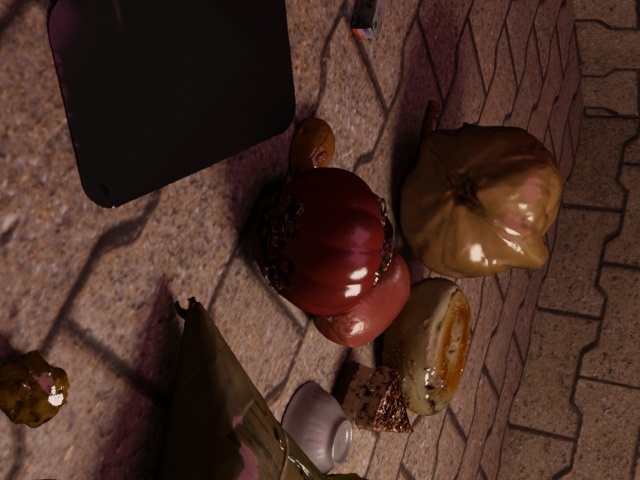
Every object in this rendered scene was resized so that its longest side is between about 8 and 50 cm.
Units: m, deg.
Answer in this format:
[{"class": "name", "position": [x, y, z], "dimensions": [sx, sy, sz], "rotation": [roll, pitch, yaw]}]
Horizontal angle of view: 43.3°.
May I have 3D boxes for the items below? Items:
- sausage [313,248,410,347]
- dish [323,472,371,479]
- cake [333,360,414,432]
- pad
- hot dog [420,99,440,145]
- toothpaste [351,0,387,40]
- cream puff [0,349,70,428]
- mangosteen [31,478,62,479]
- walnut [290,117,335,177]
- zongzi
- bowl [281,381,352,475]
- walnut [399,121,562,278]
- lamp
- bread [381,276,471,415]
[{"class": "sausage", "position": [0.077, 0.098, 1.462], "dimensions": [0.254, 0.148, 0.148], "rotation": [-45, 136, -42]}, {"class": "dish", "position": [0.016, 0.488, 1.440], "dimensions": [0.262, 0.221, 0.108], "rotation": [20, 39, -55]}, {"class": "cake", "position": [0.101, 0.362, 1.614], "dimensions": [0.135, 0.112, 0.246], "rotation": [-59, 149, -33]}, {"class": "pad", "position": [-0.181, -0.240, 0.992], "dimensions": [0.375, 0.063, 0.315], "rotation": [-31, 125, -45]}, {"class": "hot dog", "position": [0.249, -0.255, 1.833], "dimensions": [0.044, 0.028, 0.137], "rotation": [32, 69, -54]}, {"class": "toothpaste", "position": [0.102, -0.461, 1.472], "dimensions": [0.047, 0.040, 0.197], "rotation": [42, 60, -64]}, {"class": "cream puff", "position": [-0.294, 0.154, 0.828], "dimensions": [0.083, 0.058, 0.083], "rotation": [-28, 123, -56]}, {"class": "mangosteen", "position": [-0.297, 0.324, 0.739], "dimensions": [0.249, 0.211, 0.212], "rotation": [15, 82, -33]}, {"class": "walnut", "position": [-0.004, -0.149, 1.330], "dimensions": [0.121, 0.052, 0.091], "rotation": [-67, 152, -24]}, {"class": "zongzi", "position": [-0.187, 0.355, 1.005], "dimensions": [0.447, 0.181, 0.418], "rotation": [-49, 124, -42]}, {"class": "bowl", "position": [0.004, 0.354, 1.442], "dimensions": [0.189, 0.085, 0.189], "rotation": [-27, 121, -58]}, {"class": "walnut", "position": [0.343, -0.077, 1.742], "dimensions": [0.383, 0.383, 0.384], "rotation": [-26, 120, -59]}, {"class": "lamp", "position": [0.000, 0.000, 1.219], "dimensions": [0.227, 0.226, 0.227], "rotation": [-26, 120, -59]}, {"class": "bread", "position": [0.227, 0.229, 1.771], "dimensions": [0.305, 0.158, 0.306], "rotation": [8, 90, -67]}]
